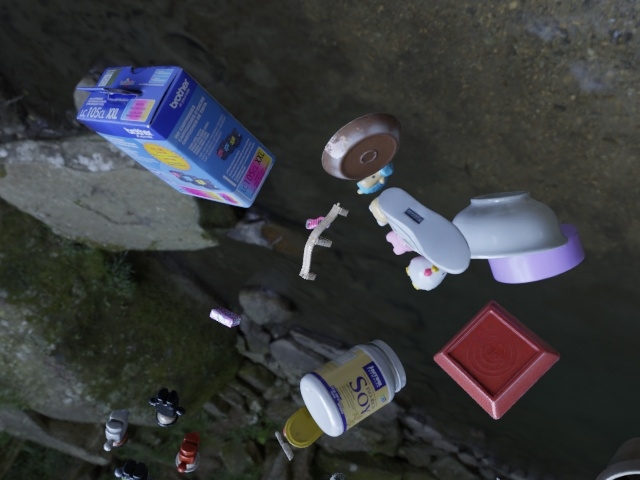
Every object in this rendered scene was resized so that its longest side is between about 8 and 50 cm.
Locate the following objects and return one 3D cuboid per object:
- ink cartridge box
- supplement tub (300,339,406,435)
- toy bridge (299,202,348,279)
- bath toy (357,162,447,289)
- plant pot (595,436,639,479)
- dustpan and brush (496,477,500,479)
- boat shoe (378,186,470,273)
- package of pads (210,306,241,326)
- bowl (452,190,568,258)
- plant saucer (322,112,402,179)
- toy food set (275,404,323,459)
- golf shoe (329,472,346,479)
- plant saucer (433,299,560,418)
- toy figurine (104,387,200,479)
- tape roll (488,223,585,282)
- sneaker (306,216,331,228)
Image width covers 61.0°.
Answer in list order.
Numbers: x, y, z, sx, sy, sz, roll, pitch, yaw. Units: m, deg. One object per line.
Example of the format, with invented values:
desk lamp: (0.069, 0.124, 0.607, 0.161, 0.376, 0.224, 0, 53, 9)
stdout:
ink cartridge box: (-0.330, -0.242, 1.198, 0.270, 0.151, 0.395, 13, 161, 37)
supplement tub: (0.120, 0.528, 1.983, 0.241, 0.332, 0.241, 46, 151, 35)
toy bridge: (0.000, 0.000, 1.217, 0.026, 0.188, 0.063, 33, -169, 35)
bath toy: (0.231, -0.031, 1.441, 0.129, 0.151, 0.348, -32, 89, 34)
plant pot: (0.977, 0.738, 1.600, 0.323, 0.322, 0.280, 17, -159, 24)
dustpan and brush: (0.382, 0.510, 1.021, 0.147, 0.060, 0.211, 41, -169, 30)
boat shoe: (0.232, -0.013, 1.229, 0.267, 0.096, 0.088, 41, 170, 31)
package of pads: (-0.290, 0.234, 1.664, 0.083, 0.031, 0.050, 22, -170, 22)
bowl: (0.456, -0.049, 1.366, 0.298, 0.134, 0.298, -9, -172, 1)
plant saucer: (0.101, -0.197, 1.212, 0.198, 0.199, 0.036, 69, 175, -61)
toy food set: (-0.077, 0.741, 2.127, 0.128, 0.218, 0.071, 51, 153, 11)
golf shoe: (0.016, 0.606, 1.200, 0.086, 0.176, 0.069, -13, 151, 38)
plant saucer: (0.496, 0.328, 1.562, 0.258, 0.259, 0.047, 44, 178, 39)
toy figurine: (-0.415, 0.498, 1.342, 0.213, 0.210, 0.148, 52, 145, 27)
tape roll: (0.664, 0.037, 1.688, 0.275, 0.275, 0.090, -7, 106, 55)
sneaker: (0.002, -0.061, 2.075, 0.119, 0.047, 0.057, 1, 165, 45)
